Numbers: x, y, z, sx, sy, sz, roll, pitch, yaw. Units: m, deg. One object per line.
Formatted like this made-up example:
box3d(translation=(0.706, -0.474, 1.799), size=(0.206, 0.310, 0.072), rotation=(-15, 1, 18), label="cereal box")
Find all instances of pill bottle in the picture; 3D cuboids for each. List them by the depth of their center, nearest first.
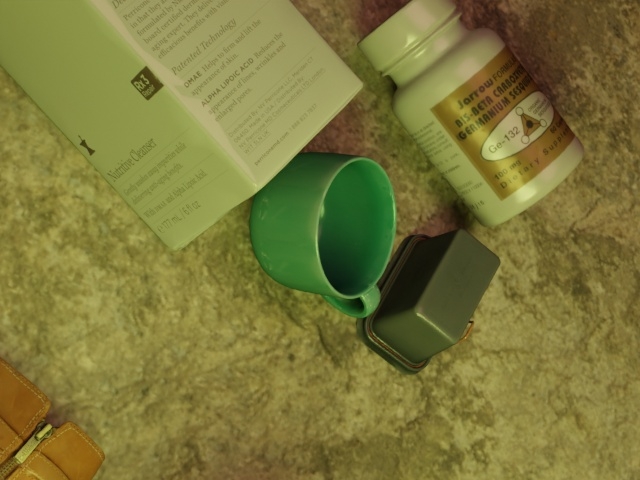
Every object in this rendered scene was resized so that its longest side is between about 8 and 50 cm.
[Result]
box3d(translation=(0.146, -0.138, 1.359), size=(0.131, 0.131, 0.229), rotation=(-42, 97, -30), label="pill bottle")

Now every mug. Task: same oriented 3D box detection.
box3d(translation=(-0.005, -0.003, 1.256), size=(0.129, 0.097, 0.157), rotation=(-7, 103, -53), label="mug")

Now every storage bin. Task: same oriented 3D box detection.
box3d(translation=(0.115, 0.057, 1.312), size=(0.098, 0.091, 0.135), rotation=(39, 63, -13), label="storage bin")

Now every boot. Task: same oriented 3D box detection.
box3d(translation=(-0.316, 0.168, 1.046), size=(0.283, 0.109, 0.220), rotation=(43, 63, -13), label="boot")

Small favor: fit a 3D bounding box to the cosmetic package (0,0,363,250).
box3d(translation=(-0.174, -0.199, 1.166), size=(0.385, 0.217, 0.156), rotation=(46, 61, -7), label="cosmetic package")
